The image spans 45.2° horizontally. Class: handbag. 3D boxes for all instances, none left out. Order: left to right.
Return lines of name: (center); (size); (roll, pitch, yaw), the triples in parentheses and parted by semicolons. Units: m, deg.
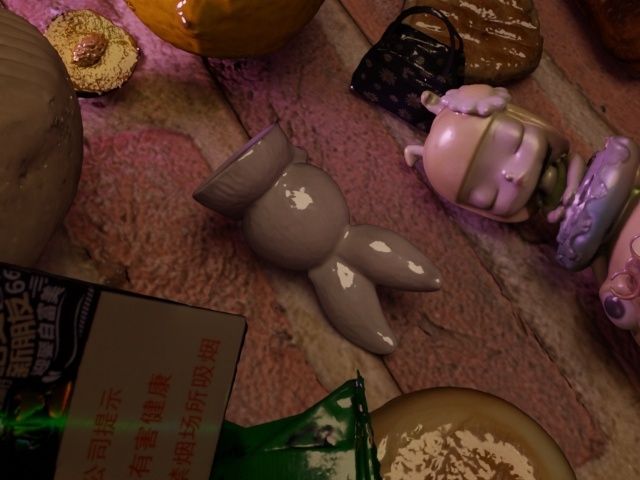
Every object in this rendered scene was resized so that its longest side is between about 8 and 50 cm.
handbag: (0.099, -0.190, 0.800); (0.115, 0.139, 0.072); (32, 66, 8)

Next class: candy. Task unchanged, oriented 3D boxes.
candy: (-0.039, 0.173, 0.528); (0.078, 0.203, 0.141); (36, 46, -29)

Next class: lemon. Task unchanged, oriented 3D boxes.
lemon: (-0.095, -0.317, 0.781); (0.267, 0.267, 0.267); (5, 58, -8)

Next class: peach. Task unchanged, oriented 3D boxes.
peach: (-0.235, -0.179, 0.776); (0.098, 0.061, 0.098); (3, 80, -17)

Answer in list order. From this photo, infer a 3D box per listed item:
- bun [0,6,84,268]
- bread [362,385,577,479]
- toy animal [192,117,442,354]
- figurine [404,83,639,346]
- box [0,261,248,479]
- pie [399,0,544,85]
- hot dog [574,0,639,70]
bun: (-0.349, -0.067, 0.591); (0.326, 0.234, 0.362); (-23, 49, -30)
bread: (0.090, 0.213, 0.567); (0.213, 0.104, 0.213); (3, 60, -6)
toy animal: (0.000, -0.003, 0.699); (0.221, 0.131, 0.103); (44, 87, -11)
figurine: (0.269, -0.040, 0.745); (0.394, 0.226, 0.274); (26, 25, 18)
box: (-0.204, 0.108, 0.448); (0.310, 0.084, 0.198); (18, 84, -41)
pie: (0.180, -0.255, 0.912); (0.195, 0.046, 0.195); (4, 58, -6)
hot dog: (0.378, -0.367, 0.962); (0.117, 0.158, 0.348); (2, 52, -31)
